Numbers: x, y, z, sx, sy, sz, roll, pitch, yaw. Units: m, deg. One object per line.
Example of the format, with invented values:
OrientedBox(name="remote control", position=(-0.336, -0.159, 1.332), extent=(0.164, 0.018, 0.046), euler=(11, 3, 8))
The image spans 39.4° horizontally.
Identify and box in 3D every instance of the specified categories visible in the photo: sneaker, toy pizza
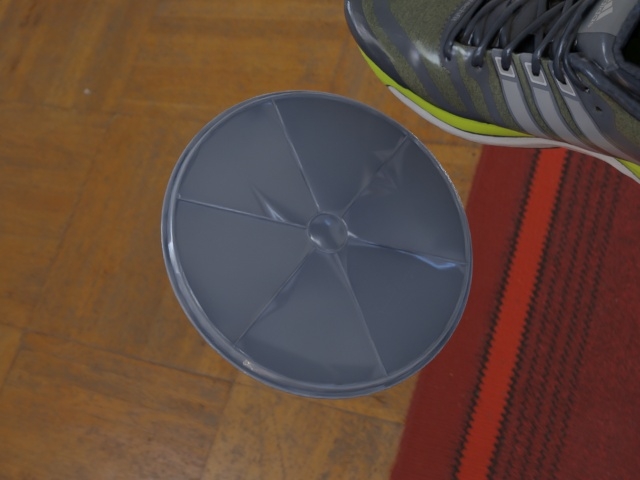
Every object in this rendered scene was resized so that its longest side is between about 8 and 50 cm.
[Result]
OrientedBox(name="sneaker", position=(0.132, -0.094, 0.432), extent=(0.300, 0.121, 0.111), euler=(26, 84, 29))
OrientedBox(name="toy pizza", position=(0.000, 0.000, 0.560), extent=(0.201, 0.032, 0.201), euler=(6, 69, -16))
